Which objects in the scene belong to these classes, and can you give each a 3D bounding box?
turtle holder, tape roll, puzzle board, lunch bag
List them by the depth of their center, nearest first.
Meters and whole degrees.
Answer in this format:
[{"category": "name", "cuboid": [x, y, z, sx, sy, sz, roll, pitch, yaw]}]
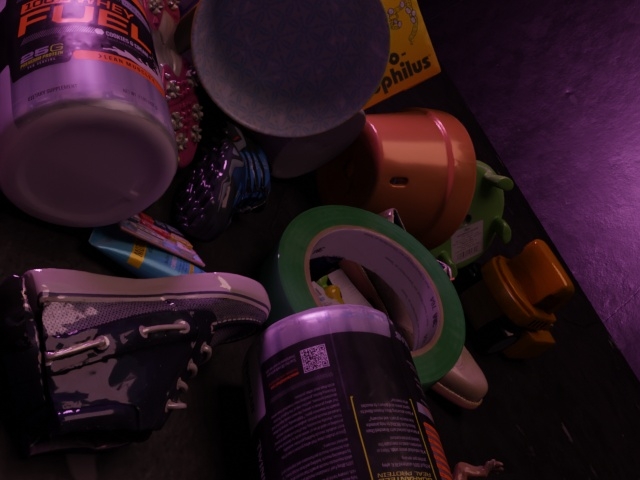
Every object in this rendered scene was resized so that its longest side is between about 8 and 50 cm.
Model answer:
[{"category": "puzzle board", "cuboid": [-0.210, -0.013, 0.918, 0.128, 0.011, 0.096, 29, 7, -40]}, {"category": "tape roll", "cuboid": [0.065, 0.091, 1.102, 0.321, 0.077, 0.321, 19, 44, -19]}, {"category": "lunch bag", "cuboid": [0.000, 0.000, 1.249, 0.098, 0.065, 0.067, 59, 25, 14]}, {"category": "turtle holder", "cuboid": [0.254, -0.094, 1.592, 0.320, 0.243, 0.227, 46, -3, -40]}]

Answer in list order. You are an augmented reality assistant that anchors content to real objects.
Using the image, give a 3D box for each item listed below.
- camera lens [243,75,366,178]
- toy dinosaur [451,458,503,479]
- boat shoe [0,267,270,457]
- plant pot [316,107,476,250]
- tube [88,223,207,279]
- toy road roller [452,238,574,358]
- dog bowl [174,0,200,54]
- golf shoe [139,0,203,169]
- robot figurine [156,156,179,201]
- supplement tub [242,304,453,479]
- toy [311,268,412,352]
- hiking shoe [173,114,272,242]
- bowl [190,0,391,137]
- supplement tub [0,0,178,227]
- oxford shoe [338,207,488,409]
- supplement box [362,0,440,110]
[{"category": "camera lens", "cuboid": [-0.071, -0.278, 1.319, 0.274, 0.219, 0.219, 58, 25, 15]}, {"category": "toy dinosaur", "cuboid": [0.129, 0.344, 0.948, 0.295, 0.127, 0.200, 40, 33, -12]}, {"category": "boat shoe", "cuboid": [-0.167, 0.125, 0.745, 0.340, 0.127, 0.158, 5, 58, -48]}, {"category": "plant pot", "cuboid": [0.130, -0.130, 1.430, 0.203, 0.291, 0.291, 7, 48, -37]}, {"category": "tube", "cuboid": [-0.190, 0.038, 0.897, 0.207, 0.052, 0.080, 35, 13, -23]}, {"category": "toy road roller", "cuboid": [0.470, 0.129, 1.678, 0.329, 0.240, 0.202, 16, 43, -52]}, {"category": "dog bowl", "cuboid": [-0.214, -0.406, 1.191, 0.104, 0.265, 0.265, 50, 24, -8]}, {"category": "golf shoe", "cuboid": [-0.261, -0.250, 1.061, 0.115, 0.140, 0.306, -36, 117, -68]}, {"category": "robot figurine", "cuboid": [-0.237, -0.102, 0.974, 0.101, 0.067, 0.115, 56, 24, -3]}, {"category": "supplement tub", "cuboid": [0.035, 0.255, 0.791, 0.207, 0.207, 0.338, 31, 32, -39]}, {"category": "toy", "cuboid": [0.063, 0.160, 1.152, 0.237, 0.056, 0.137, 52, 31, 10]}, {"category": "hiking shoe", "cuboid": [-0.124, -0.084, 1.090, 0.132, 0.113, 0.304, 42, 27, -23]}, {"category": "bowl", "cuboid": [-0.044, -0.319, 1.115, 0.289, 0.289, 0.156, 40, 24, -25]}, {"category": "supplement tub", "cuboid": [-0.285, -0.188, 0.857, 0.193, 0.193, 0.316, 25, 35, -46]}, {"category": "oxford shoe", "cuboid": [0.190, 0.124, 1.311, 0.397, 0.146, 0.140, 52, 24, -1]}, {"category": "supplement box", "cuboid": [0.061, -0.397, 1.514, 0.195, 0.194, 0.356, 65, -11, -19]}]
